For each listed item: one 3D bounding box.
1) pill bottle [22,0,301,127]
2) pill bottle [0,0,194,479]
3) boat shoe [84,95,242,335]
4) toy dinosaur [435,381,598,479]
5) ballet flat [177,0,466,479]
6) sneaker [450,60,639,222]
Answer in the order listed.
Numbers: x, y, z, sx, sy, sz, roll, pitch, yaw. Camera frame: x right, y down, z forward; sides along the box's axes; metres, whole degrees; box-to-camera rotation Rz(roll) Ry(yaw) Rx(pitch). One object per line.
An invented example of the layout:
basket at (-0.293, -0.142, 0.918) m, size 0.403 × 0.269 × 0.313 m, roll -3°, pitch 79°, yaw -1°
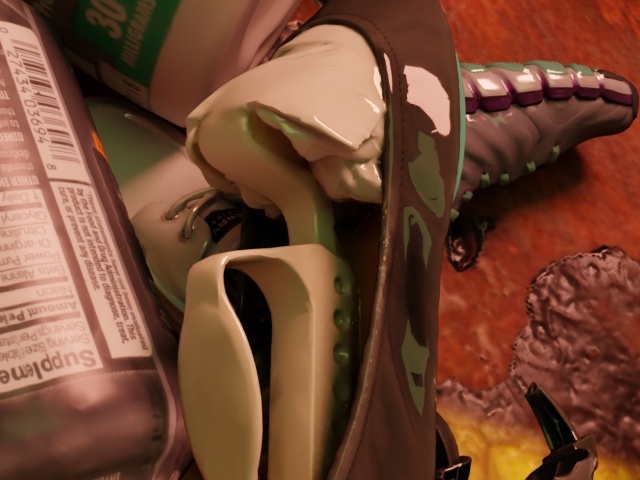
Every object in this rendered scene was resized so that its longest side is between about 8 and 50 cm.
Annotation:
pill bottle at (-0.160, -0.226, 0.487) m, size 0.361 × 0.204 × 0.204 m, roll 31°, pitch 56°, yaw -1°
pill bottle at (-0.125, 0.036, 0.398) m, size 0.130 × 0.130 × 0.245 m, roll -14°, pitch 68°, yaw -26°
boat shoe at (-0.040, 0.007, 0.476) m, size 0.226 × 0.076 × 0.083 m, roll 46°, pitch 57°, yaw 9°
toy dinosaur at (0.115, 0.177, 0.425) m, size 0.218 × 0.164 × 0.322 m, roll 37°, pitch 37°, yaw -15°
ballet flat at (0.000, 0.000, 0.383) m, size 0.096 × 0.095 × 0.280 m, roll 26°, pitch 56°, yaw -42°
sneaker at (0.073, -0.044, 0.563) m, size 0.224 × 0.083 × 0.098 m, roll -2°, pitch 92°, yaw -24°
